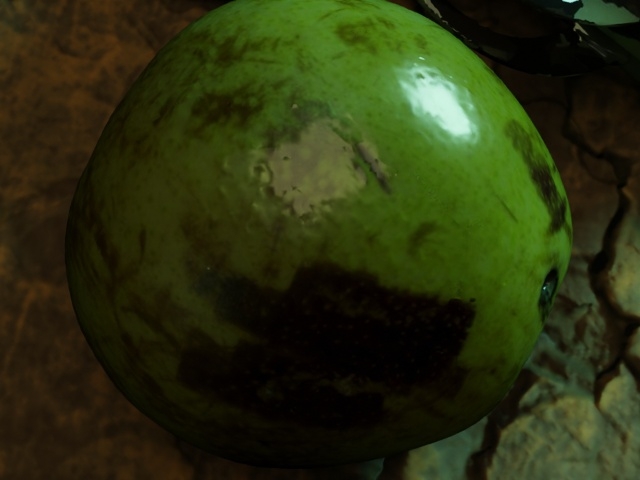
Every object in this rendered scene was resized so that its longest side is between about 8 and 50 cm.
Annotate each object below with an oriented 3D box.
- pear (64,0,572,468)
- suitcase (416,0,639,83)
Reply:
[{"bbox_3d":[0.000,0.000,0.992,0.283,0.283,0.283,0,69,1],"label":"pear"},{"bbox_3d":[0.173,-0.256,1.101,0.351,0.194,0.339,38,67,-2],"label":"suitcase"}]
